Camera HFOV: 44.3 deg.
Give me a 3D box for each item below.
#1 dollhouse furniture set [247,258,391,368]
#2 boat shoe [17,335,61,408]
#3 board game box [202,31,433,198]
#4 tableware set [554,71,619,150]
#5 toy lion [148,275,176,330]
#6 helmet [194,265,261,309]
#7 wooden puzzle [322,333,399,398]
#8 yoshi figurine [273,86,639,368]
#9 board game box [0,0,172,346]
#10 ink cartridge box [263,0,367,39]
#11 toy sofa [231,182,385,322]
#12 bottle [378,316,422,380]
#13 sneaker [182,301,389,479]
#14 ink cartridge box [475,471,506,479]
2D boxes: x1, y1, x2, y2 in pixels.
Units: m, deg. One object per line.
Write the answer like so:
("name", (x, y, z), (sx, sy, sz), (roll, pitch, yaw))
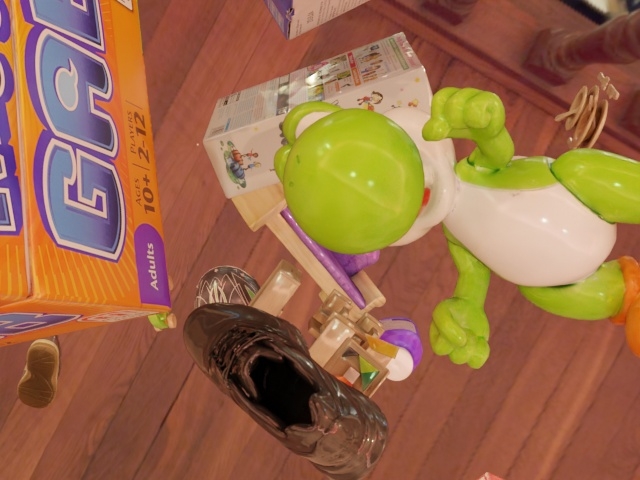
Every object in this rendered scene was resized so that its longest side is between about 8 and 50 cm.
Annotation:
("dollhouse furniture set", (-0.018, 0.173, 1.375), (0.242, 0.212, 0.161), (36, 98, -6))
("boat shoe", (-0.573, 0.265, 1.629), (0.080, 0.073, 0.223), (17, 131, -9))
("board game box", (0.000, -0.183, 1.117), (0.303, 0.224, 0.097), (-18, 115, 8))
("tableware set", (0.405, -0.195, 1.222), (0.039, 0.194, 0.128), (21, 114, 3))
("toy lion", (-0.255, 0.082, 1.203), (0.034, 0.096, 0.100), (-12, 72, 8))
("helmet", (-0.202, 0.144, 1.748), (0.169, 0.161, 0.169), (-2, 80, 11))
("wooden puzzle", (0.040, 0.165, 0.973), (0.078, 0.014, 0.116), (31, 85, 23))
("yoshi figurine", (0.120, -0.018, 0.616), (0.362, 0.203, 0.203), (17, 71, 11))
("board game box", (-0.384, -0.092, 0.636), (0.356, 0.356, 0.356), (-13, 78, 21))
("ink cartridge box", (0.047, -0.397, 0.938), (0.395, 0.270, 0.151), (-30, 88, -6))
("toy sofa", (0.000, 0.000, 1.618), (0.177, 0.150, 0.362), (-38, 123, 2))
("bottle", (0.160, 0.233, 1.692), (0.118, 0.283, 0.092), (-7, 95, 4))
("sneaker", (-0.058, 0.127, 0.796), (0.109, 0.286, 0.130), (-56, 138, -9))
("ink cartridge box", (0.162, 0.234, 0.467), (0.198, 0.115, 0.067), (28, 126, -18))
